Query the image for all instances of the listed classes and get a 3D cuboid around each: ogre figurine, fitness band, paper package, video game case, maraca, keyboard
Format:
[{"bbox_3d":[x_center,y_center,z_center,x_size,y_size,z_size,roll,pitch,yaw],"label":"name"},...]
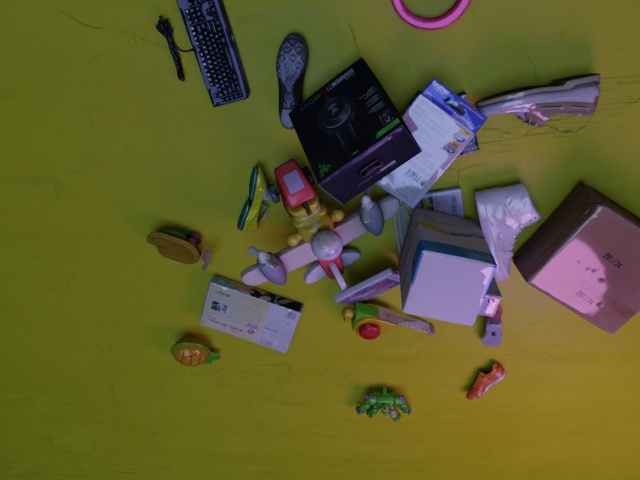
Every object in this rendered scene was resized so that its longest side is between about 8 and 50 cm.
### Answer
[{"bbox_3d":[0.230,0.596,1.790,0.197,0.097,0.118,13,137,18],"label":"ogre figurine"},{"bbox_3d":[0.278,-0.656,1.166,0.209,0.054,0.291,13,119,0],"label":"fitness band"},{"bbox_3d":[0.780,0.053,1.397,0.324,0.168,0.309,29,118,-8],"label":"paper package"},{"bbox_3d":[0.164,0.148,1.534,0.201,0.183,0.023,-29,69,20],"label":"video game case"},{"bbox_3d":[0.329,-0.041,1.487,0.206,0.026,0.227,-8,116,11],"label":"video game case"},{"bbox_3d":[-0.452,0.409,1.781,0.127,0.099,0.185,-29,135,28],"label":"maraca"},{"bbox_3d":[-0.328,-0.519,1.328,0.201,0.033,0.317,-11,114,13],"label":"keyboard"}]

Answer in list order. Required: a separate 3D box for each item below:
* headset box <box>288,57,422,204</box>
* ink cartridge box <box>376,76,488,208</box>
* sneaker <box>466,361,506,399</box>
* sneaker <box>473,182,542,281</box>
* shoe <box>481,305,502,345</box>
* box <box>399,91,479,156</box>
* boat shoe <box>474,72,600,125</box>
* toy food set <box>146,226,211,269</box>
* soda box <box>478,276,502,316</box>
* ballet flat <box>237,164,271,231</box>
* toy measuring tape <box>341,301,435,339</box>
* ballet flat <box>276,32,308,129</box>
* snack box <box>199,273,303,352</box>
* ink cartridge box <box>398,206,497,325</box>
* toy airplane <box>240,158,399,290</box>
[{"bbox_3d":[0.083,-0.266,1.245,0.246,0.283,0.131,-33,147,18],"label":"headset box"},{"bbox_3d":[0.269,-0.256,1.314,0.185,0.065,0.311,33,118,-9],"label":"ink cartridge box"},{"bbox_3d":[0.565,0.489,1.715,0.067,0.064,0.175,41,111,9],"label":"sneaker"},{"bbox_3d":[0.556,-0.021,1.417,0.169,0.108,0.293,-13,111,16],"label":"sneaker"},{"bbox_3d":[0.561,0.276,1.599,0.063,0.081,0.178,6,147,18],"label":"shoe"},{"bbox_3d":[0.301,-0.291,1.352,0.233,0.044,0.159,-15,114,14],"label":"box"},{"bbox_3d":[0.554,-0.343,1.255,0.302,0.113,0.103,-9,110,11],"label":"boat shoe"},{"bbox_3d":[-0.447,0.010,1.598,0.217,0.071,0.128,20,141,-1],"label":"toy food set"},{"bbox_3d":[0.468,0.131,1.447,0.069,0.216,0.074,10,118,3],"label":"soda box"},{"bbox_3d":[-0.191,-0.122,1.495,0.077,0.077,0.231,9,123,-21],"label":"ballet flat"},{"bbox_3d":[0.214,0.284,1.630,0.330,0.121,0.121,17,118,-17],"label":"toy measuring tape"},{"bbox_3d":[-0.076,-0.428,1.333,0.084,0.058,0.250,4,113,2],"label":"ballet flat"},{"bbox_3d":[-0.239,0.253,1.690,0.321,0.060,0.187,19,117,-3],"label":"snack box"},{"bbox_3d":[0.338,0.064,1.373,0.197,0.270,0.198,11,119,0],"label":"ink cartridge box"},{"bbox_3d":[0.000,0.000,1.409,0.384,0.272,0.386,16,106,-21],"label":"toy airplane"}]
